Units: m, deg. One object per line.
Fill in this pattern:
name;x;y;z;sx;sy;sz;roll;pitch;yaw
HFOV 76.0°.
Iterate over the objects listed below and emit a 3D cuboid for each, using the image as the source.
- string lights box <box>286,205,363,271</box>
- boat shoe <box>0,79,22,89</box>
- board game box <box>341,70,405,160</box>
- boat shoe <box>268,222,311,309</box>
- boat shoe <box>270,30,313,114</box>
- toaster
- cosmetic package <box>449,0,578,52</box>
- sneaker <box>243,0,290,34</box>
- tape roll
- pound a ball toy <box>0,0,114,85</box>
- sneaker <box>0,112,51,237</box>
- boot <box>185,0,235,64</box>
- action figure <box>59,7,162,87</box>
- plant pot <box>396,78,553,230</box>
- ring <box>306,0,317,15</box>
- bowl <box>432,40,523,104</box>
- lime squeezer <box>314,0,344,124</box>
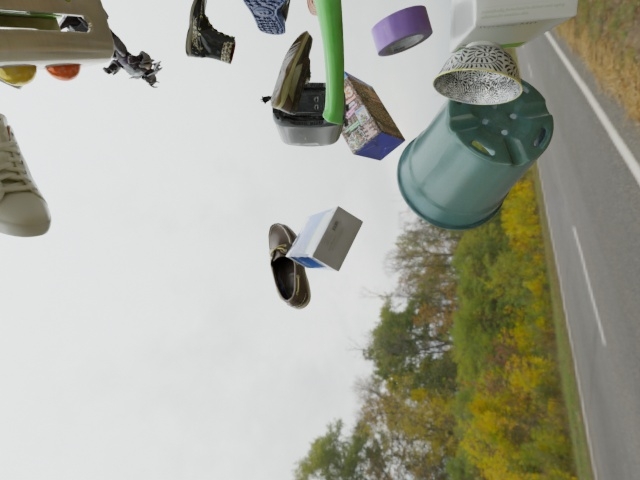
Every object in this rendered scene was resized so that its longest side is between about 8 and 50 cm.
string lights box;0.000;0.000;1.040;0.076;0.259;0.133;30;-100;-14
boat shoe;-0.685;-0.394;0.792;0.227;0.079;0.081;37;-91;-28
board game box;0.171;-0.485;1.628;0.232;0.141;0.291;-6;-116;-55
boat shoe;-0.118;0.072;1.382;0.096;0.116;0.325;40;-149;-60
boat shoe;-0.041;-0.286;0.704;0.049;0.056;0.152;26;-103;-30
toaster;-0.038;-0.330;1.094;0.146;0.226;0.129;83;-174;-76
cosmetic package;0.416;-0.541;0.933;0.365;0.196;0.155;-58;-33;-70
sneaker;-0.094;-0.460;0.736;0.232;0.081;0.091;-127;41;-83
tape roll;0.268;-0.688;1.353;0.189;0.189;0.080;-30;-76;-62
pound a ball toy;-0.479;-0.302;0.618;0.319;0.208;0.136;-45;-48;-58
sneaker;-0.534;-0.129;0.658;0.290;0.123;0.106;43;-151;13
boot;-0.405;-0.799;1.555;0.085;0.178;0.237;-102;25;-81
action figure;-0.587;-0.543;1.186;0.285;0.185;0.099;40;-128;-49
plant pot;0.408;-0.237;1.096;0.334;0.341;0.341;99;176;-74
ring;0.036;-0.702;0.947;0.032;0.336;0.337;4;-99;-21
bowl;0.314;-0.337;0.808;0.170;0.170;0.080;11;-89;-64
lime squeezer;0.045;-0.217;0.260;0.109;0.310;0.059;9;-142;-31
